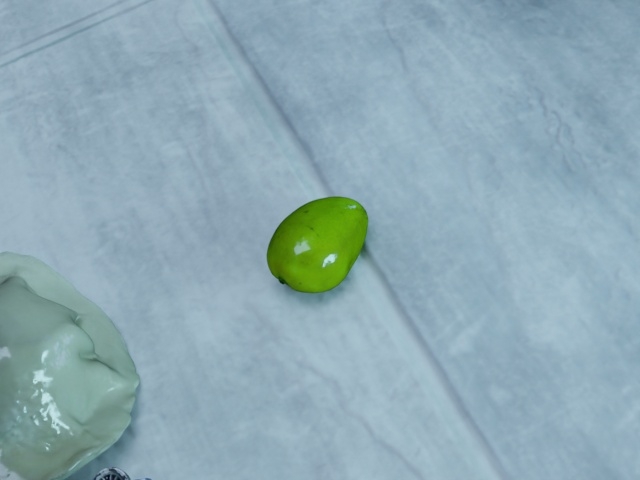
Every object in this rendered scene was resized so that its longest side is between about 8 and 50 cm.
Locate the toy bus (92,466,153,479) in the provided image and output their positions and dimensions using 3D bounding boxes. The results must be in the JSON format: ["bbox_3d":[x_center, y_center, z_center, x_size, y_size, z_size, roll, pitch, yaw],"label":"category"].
[{"bbox_3d":[-0.193,0.218,1.038,0.167,0.073,0.076,-13,68,7],"label":"toy bus"}]

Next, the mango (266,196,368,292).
[{"bbox_3d":[0.000,0.000,1.200,0.073,0.056,0.108,23,46,30],"label":"mango"}]

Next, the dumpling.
[{"bbox_3d":[-0.227,0.104,1.144,0.166,0.126,0.216,-7,25,-26],"label":"dumpling"}]
